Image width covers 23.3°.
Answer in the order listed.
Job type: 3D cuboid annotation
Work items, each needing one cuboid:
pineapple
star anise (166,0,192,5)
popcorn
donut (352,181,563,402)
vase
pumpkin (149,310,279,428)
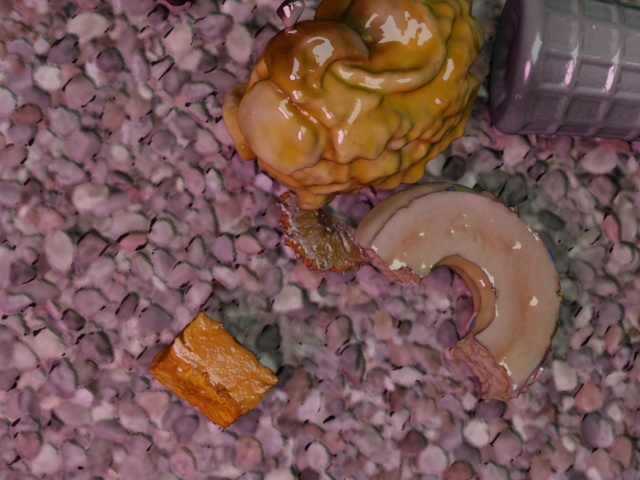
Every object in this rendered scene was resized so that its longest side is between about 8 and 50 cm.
[{"bbox_3d":[0.000,0.000,1.111,0.083,0.019,0.045,33,75,-7],"label":"pineapple"},{"bbox_3d":[-0.145,-0.254,1.072,0.220,0.099,0.214,-35,104,-1],"label":"star anise"},{"bbox_3d":[0.023,-0.098,1.065,0.140,0.163,0.194,46,44,7],"label":"popcorn"},{"bbox_3d":[0.104,0.025,1.099,0.166,0.065,0.108,45,69,-4],"label":"donut"},{"bbox_3d":[0.277,-0.112,1.121,0.298,0.143,0.143,8,81,-5],"label":"vase"},{"bbox_3d":[-0.071,0.088,1.057,0.074,0.083,0.054,41,63,-4],"label":"pumpkin"}]
